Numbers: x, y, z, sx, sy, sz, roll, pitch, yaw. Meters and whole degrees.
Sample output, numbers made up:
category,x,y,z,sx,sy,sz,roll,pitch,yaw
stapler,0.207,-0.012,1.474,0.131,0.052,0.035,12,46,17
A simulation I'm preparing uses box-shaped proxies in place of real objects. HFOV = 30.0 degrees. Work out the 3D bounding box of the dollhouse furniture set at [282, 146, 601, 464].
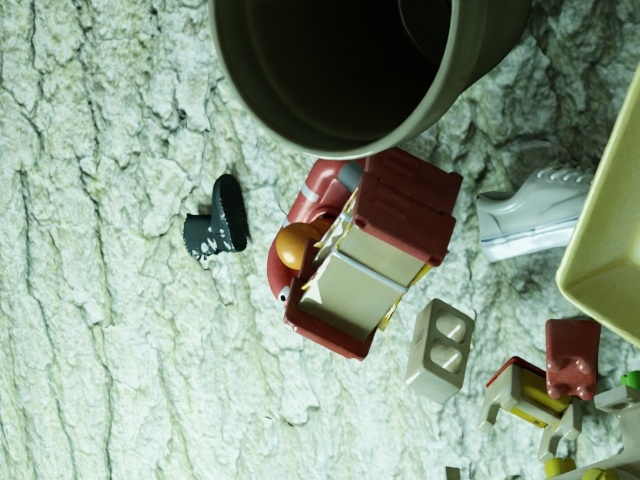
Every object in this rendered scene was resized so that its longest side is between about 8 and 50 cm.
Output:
category,x,y,z,sx,sy,sz,roll,pitch,yaw
dollhouse furniture set,0.165,0.071,1.363,0.374,0.152,0.201,28,131,-9

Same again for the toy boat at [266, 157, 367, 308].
category,x,y,z,sx,sy,sz,roll,pitch,yaw
toy boat,0.000,0.000,1.522,0.151,0.151,0.231,43,123,23

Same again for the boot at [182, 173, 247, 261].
category,x,y,z,sx,sy,sz,roll,pitch,yaw
boot,-0.156,-0.031,1.709,0.099,0.045,0.121,-4,98,42

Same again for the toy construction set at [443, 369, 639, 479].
category,x,y,z,sx,sy,sz,roll,pitch,yaw
toy construction set,0.277,0.264,1.275,0.257,0.308,0.237,130,141,-62

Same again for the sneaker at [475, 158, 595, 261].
category,x,y,z,sx,sy,sz,roll,pitch,yaw
sneaker,0.275,-0.046,1.332,0.258,0.094,0.091,-19,93,40

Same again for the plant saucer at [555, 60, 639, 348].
category,x,y,z,sx,sy,sz,roll,pitch,yaw
plant saucer,0.419,0.004,1.131,0.332,0.081,0.333,35,138,24

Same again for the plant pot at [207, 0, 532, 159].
category,x,y,z,sx,sy,sz,roll,pitch,yaw
plant pot,0.086,-0.264,1.310,0.323,0.280,0.323,9,105,36
